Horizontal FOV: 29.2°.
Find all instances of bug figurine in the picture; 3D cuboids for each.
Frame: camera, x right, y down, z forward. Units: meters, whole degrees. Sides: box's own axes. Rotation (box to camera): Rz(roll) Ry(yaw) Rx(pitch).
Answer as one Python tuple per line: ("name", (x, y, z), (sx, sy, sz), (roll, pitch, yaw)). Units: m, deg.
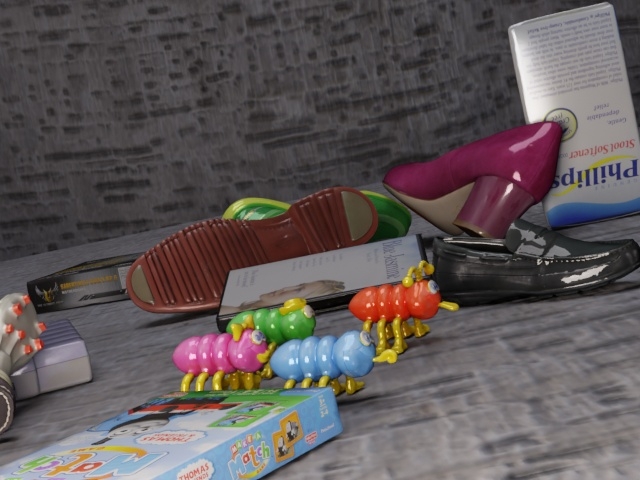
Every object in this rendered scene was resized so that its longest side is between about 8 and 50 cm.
("bug figurine", (-0.008, 0.083, 1.053), (0.216, 0.072, 0.279), (-10, 6, 21))

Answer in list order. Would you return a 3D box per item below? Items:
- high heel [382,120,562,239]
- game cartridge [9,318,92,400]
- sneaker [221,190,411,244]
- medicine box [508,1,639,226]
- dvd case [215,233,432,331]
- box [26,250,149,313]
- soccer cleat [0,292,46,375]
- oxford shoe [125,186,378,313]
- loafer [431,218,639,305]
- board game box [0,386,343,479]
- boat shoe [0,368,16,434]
("high heel", (0.217, -0.100, 1.758), (0.181, 0.127, 0.377), (-56, 25, -2))
("game cartridge", (-0.431, 0.153, 1.315), (0.355, 0.068, 0.230), (-13, 2, -15))
("sneaker", (0.000, 0.000, 1.827), (0.295, 0.109, 0.123), (-4, 39, -19))
("medicine box", (0.372, -0.183, 1.785), (0.149, 0.289, 0.263), (-12, 6, 11))
("dvd case", (0.005, 0.048, 1.473), (0.253, 0.022, 0.180), (-11, 15, 3))
("box", (-0.334, 0.060, 2.022), (0.231, 0.056, 0.183), (-9, 7, 23))
("soccer cleat", (-0.320, 0.115, 1.173), (0.076, 0.068, 0.196), (-16, 29, 13))
("oxford shoe", (-0.090, 0.037, 1.653), (0.348, 0.123, 0.130), (-15, -20, -16))
("loafer", (0.208, 0.017, 1.224), (0.223, 0.078, 0.076), (-8, 7, 34))
("board game box", (-0.111, 0.146, 0.815), (0.160, 0.039, 0.211), (-7, 8, 37))
("boat shoe", (-0.375, 0.160, 0.977), (0.285, 0.103, 0.092), (-2, 24, -34))
